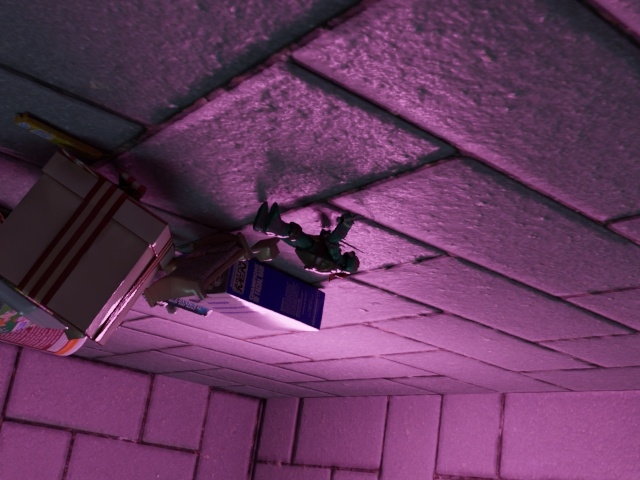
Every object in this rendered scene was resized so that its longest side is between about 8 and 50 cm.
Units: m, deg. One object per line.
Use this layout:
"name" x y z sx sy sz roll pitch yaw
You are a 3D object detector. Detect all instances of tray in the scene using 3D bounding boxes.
"tray" -0.561 0.072 1.380 0.270 0.030 0.145 31 164 15

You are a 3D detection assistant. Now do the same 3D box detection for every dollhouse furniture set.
"dollhouse furniture set" -0.312 0.032 1.574 0.355 0.174 0.303 -11 -162 29

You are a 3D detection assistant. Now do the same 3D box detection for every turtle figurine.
"turtle figurine" 0.000 0.000 1.469 0.234 0.118 0.175 22 159 -20

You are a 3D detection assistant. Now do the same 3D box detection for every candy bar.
"candy bar" -0.414 -0.163 1.297 0.040 0.018 0.161 -4 159 41

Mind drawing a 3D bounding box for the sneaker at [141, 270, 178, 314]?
"sneaker" -0.415 0.109 2.007 0.090 0.095 0.235 0 159 30

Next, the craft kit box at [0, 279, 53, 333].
"craft kit box" -0.646 0.122 1.892 0.250 0.061 0.246 -13 152 -49

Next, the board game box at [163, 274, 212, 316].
"board game box" -0.312 0.121 2.000 0.126 0.026 0.186 -41 139 20

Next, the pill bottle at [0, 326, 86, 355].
"pill bottle" -0.801 0.150 2.094 0.224 0.224 0.392 -8 156 41

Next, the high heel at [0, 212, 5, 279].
"high heel" -0.746 -0.041 1.780 0.093 0.186 0.261 -10 -152 -32

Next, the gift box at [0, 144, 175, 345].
"gift box" -0.414 -0.004 1.389 0.276 0.258 0.255 36 165 -3

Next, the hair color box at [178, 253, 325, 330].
"hair color box" -0.165 0.126 1.927 0.185 0.110 0.339 -5 160 38
